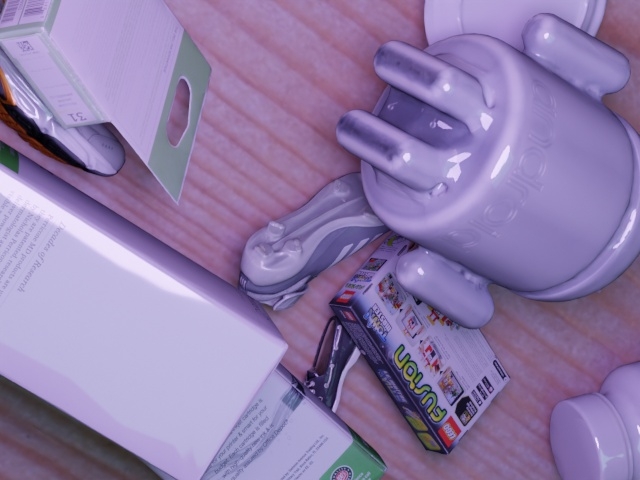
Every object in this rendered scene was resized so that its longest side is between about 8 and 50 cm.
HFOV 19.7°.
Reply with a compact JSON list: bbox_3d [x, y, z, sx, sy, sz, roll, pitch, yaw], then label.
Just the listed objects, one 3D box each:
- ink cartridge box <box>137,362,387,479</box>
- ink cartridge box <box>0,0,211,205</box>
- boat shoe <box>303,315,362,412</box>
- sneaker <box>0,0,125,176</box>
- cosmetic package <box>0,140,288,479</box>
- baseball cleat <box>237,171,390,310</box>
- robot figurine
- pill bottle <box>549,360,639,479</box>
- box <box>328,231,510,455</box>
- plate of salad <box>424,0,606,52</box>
[{"bbox_3d":[-0.065,0.196,1.764,0.208,0.087,0.153,44,91,-12],"label":"ink cartridge box"},{"bbox_3d":[-0.180,-0.162,1.590,0.056,0.171,0.235,-7,140,23],"label":"ink cartridge box"},{"bbox_3d":[0.004,0.134,1.827,0.038,0.046,0.125,23,95,-27],"label":"boat shoe"},{"bbox_3d":[-0.244,-0.163,1.601,0.121,0.099,0.262,-53,125,-14],"label":"sneaker"},{"bbox_3d":[-0.227,0.039,1.572,0.365,0.197,0.155,31,93,-14],"label":"cosmetic package"},{"bbox_3d":[0.000,0.000,1.776,0.206,0.072,0.109,-23,152,-30],"label":"baseball cleat"},{"bbox_3d":[0.179,-0.062,1.728,0.353,0.200,0.300,25,99,-40],"label":"robot figurine"},{"bbox_3d":[0.387,0.191,1.945,0.272,0.152,0.152,-11,111,-19],"label":"pill bottle"},{"bbox_3d":[0.101,0.101,1.841,0.114,0.036,0.207,-47,120,-25],"label":"box"},{"bbox_3d":[0.186,-0.233,1.776,0.200,0.048,0.200,-9,114,-21],"label":"plate of salad"}]
